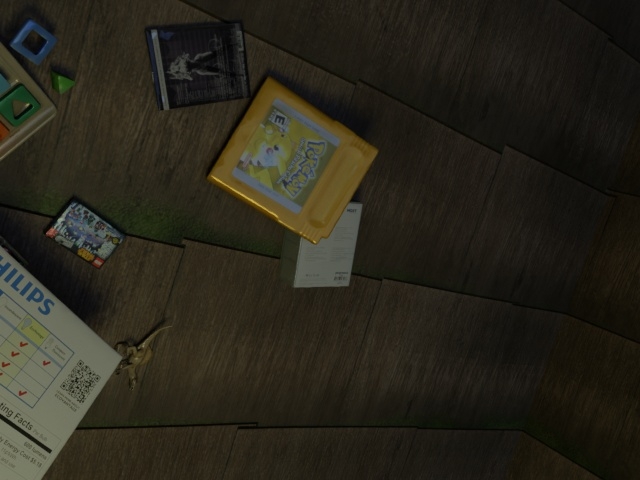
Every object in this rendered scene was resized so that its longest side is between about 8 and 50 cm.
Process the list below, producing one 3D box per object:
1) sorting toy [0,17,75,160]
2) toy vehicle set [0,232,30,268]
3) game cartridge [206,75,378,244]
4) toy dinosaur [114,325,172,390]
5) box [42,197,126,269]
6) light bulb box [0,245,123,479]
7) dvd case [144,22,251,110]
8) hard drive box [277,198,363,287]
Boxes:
[{"bbox_3d":[-0.592,-0.238,1.030,0.348,0.047,0.196,-46,148,-14],"label":"sorting toy"},{"bbox_3d":[-0.718,0.072,1.088,0.267,0.035,0.166,-43,124,-15],"label":"toy vehicle set"},{"bbox_3d":[-0.061,-0.183,1.372,0.323,0.052,0.285,31,86,-13],"label":"game cartridge"},{"bbox_3d":[-0.428,0.260,1.348,0.092,0.053,0.183,21,100,-52],"label":"toy dinosaur"},{"bbox_3d":[-0.495,-0.013,1.217,0.137,0.027,0.094,42,81,-36],"label":"box"},{"bbox_3d":[-0.607,0.241,0.973,0.358,0.225,0.361,56,43,-33],"label":"light bulb box"},{"bbox_3d":[-0.262,-0.381,1.262,0.221,0.018,0.165,-17,115,-30],"label":"dvd case"},{"bbox_3d":[0.000,0.000,1.518,0.181,0.089,0.232,2,104,-34],"label":"hard drive box"}]
